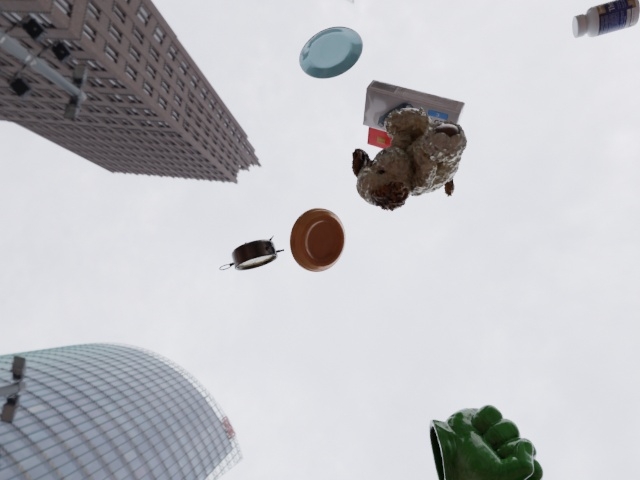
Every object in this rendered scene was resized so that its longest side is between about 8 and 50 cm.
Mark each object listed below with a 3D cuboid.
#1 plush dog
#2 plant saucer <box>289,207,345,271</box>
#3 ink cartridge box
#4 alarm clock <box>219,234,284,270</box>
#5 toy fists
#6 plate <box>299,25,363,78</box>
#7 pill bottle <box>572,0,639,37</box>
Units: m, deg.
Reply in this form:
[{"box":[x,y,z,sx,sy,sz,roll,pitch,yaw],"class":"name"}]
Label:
[{"box":[0.185,-0.155,0.958,0.225,0.262,0.211,-24,-57,-3],"class":"plush dog"},{"box":[0.000,0.000,1.303,0.199,0.037,0.200,-4,-83,-33],"class":"plant saucer"},{"box":[0.284,-0.357,1.377,0.296,0.261,0.066,20,-126,16],"class":"ink cartridge box"},{"box":[-0.210,0.047,1.237,0.192,0.129,0.064,-24,-103,9],"class":"alarm clock"},{"box":[0.245,0.351,0.569,0.142,0.279,0.096,-4,-56,0],"class":"toy fists"},{"box":[0.028,-0.535,1.210,0.188,0.188,0.024,-16,-110,4],"class":"plate"},{"box":[0.649,-0.507,0.974,0.120,0.067,0.067,-10,-99,19],"class":"pill bottle"}]
